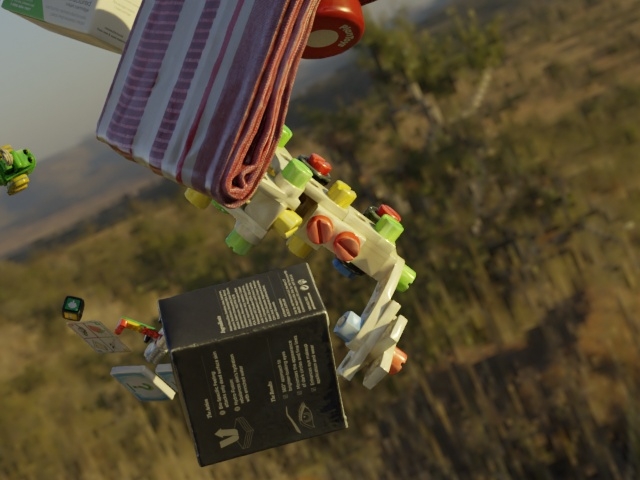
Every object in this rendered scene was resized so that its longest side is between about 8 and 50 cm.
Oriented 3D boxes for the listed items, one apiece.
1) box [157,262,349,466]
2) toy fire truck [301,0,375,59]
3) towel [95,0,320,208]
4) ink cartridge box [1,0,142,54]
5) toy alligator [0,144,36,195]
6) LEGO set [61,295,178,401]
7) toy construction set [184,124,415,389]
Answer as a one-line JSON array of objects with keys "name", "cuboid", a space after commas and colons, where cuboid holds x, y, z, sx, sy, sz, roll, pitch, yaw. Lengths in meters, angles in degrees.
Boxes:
[{"name": "box", "cuboid": [-0.067, 0.123, 1.610, 0.158, 0.156, 0.093, -14, 36, -6]}, {"name": "toy fire truck", "cuboid": [0.027, -0.336, 1.683, 0.253, 0.169, 0.302, -18, -26, 21]}, {"name": "towel", "cuboid": [-0.080, -0.160, 1.239, 0.037, 0.237, 0.329, 20, 2, -25]}, {"name": "ink cartridge box", "cuboid": [-0.265, -0.344, 1.914, 0.154, 0.212, 0.093, 21, -2, 33]}, {"name": "toy alligator", "cuboid": [-0.399, -0.102, 2.138, 0.051, 0.056, 0.189, -29, -1, -16]}, {"name": "LEGO set", "cuboid": [-0.199, 0.140, 1.885, 0.182, 0.244, 0.060, -5, 55, 28]}, {"name": "toy construction set", "cuboid": [0.000, 0.000, 1.791, 0.151, 0.328, 0.215, -37, 14, 11]}]
